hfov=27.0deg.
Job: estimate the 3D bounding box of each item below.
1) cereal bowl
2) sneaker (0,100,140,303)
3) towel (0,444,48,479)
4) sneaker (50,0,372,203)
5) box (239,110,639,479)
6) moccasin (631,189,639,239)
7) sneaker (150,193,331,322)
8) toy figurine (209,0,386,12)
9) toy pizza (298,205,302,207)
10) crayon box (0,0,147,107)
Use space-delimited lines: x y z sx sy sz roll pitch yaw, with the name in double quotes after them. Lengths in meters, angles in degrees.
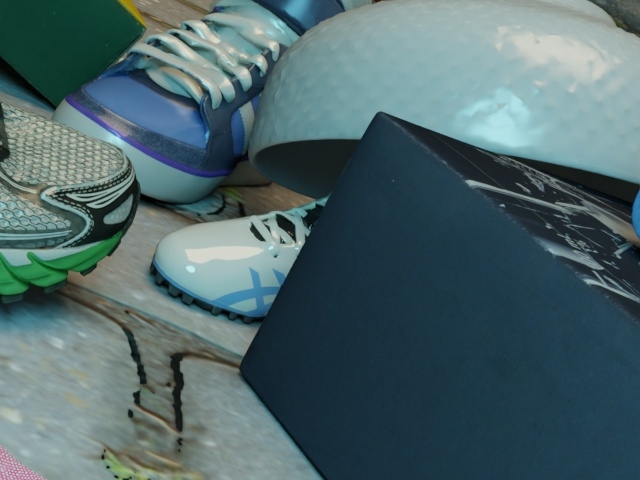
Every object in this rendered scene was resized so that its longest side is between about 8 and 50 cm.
0.124 -0.095 0.962 0.338 0.141 0.339 9 -8 1 "cereal bowl"
-0.233 -0.072 0.633 0.343 0.146 0.134 19 18 -34 "sneaker"
-0.129 0.115 0.437 0.144 0.029 0.197 31 15 9 "towel"
-0.066 -0.162 1.041 0.130 0.236 0.323 34 16 17 "sneaker"
0.186 0.114 0.717 0.312 0.179 0.343 14 21 -40 "box"
0.301 0.038 0.601 0.342 0.117 0.137 36 18 22 "moccasin"
0.000 0.000 0.877 0.237 0.086 0.085 -3 37 -32 "sneaker"
0.000 -0.260 1.539 0.213 0.210 0.148 30 -2 30 "toy figurine"
0.058 0.034 1.023 0.201 0.032 0.201 25 16 -8 "toy pizza"
-0.317 -0.298 1.114 0.313 0.106 0.363 43 6 -30 "crayon box"
